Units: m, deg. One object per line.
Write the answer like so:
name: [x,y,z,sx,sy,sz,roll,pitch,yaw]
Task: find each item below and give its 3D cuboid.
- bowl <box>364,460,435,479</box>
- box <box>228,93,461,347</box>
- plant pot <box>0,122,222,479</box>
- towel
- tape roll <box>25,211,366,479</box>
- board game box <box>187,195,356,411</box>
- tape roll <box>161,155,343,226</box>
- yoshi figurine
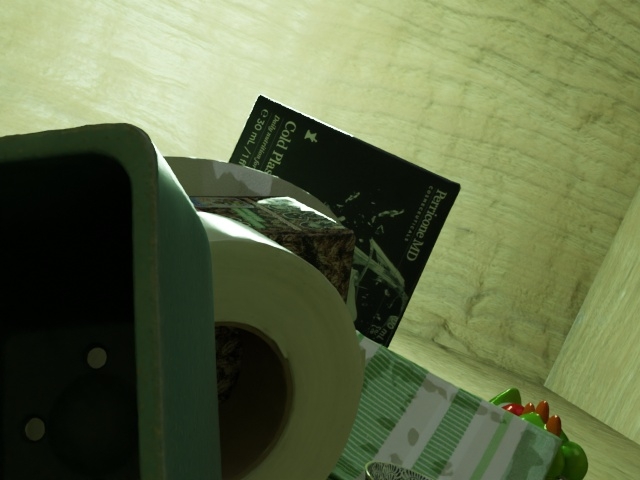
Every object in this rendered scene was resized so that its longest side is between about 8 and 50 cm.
bowl: [0.110,0.322,0.997,0.170,0.080,0.170,25,3,-1]
box: [0.000,0.000,1.992,0.471,0.480,0.297,25,4,6]
plant pot: [-0.164,0.102,0.488,0.247,0.248,0.252,-6,-10,8]
towel: [0.128,0.266,1.172,0.324,0.038,0.248,26,45,17]
tape roll: [-0.108,0.122,0.743,0.286,0.286,0.100,23,2,-32]
board game box: [-0.136,0.084,0.865,0.290,0.232,0.141,-2,17,-31]
tape roll: [-0.157,0.029,1.124,0.391,0.072,0.392,3,-29,1]
yoshi figurine: [0.283,0.362,1.376,0.203,0.203,0.362,64,-13,1]
